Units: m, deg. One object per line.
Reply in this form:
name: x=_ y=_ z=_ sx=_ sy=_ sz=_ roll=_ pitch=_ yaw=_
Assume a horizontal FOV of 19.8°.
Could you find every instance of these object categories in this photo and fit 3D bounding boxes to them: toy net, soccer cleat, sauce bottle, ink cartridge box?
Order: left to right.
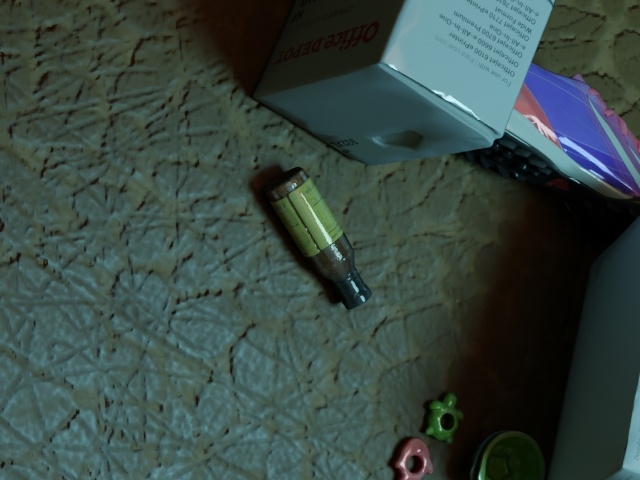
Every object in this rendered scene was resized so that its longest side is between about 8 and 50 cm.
sauce bottle: x=0.000 y=0.000 z=1.546 sx=0.042 sy=0.042 sz=0.128 roll=-37 pitch=107 yaw=-26
toy net: x=0.100 y=0.253 z=1.585 sx=0.122 sy=0.045 sz=0.232 roll=38 pitch=71 yaw=-23
ink cartridge box: x=0.096 y=-0.232 z=1.507 sx=0.129 sy=0.223 sz=0.307 roll=29 pitch=74 yaw=-24
soccer cleat: x=0.245 y=-0.082 z=1.654 sx=0.318 sy=0.108 sz=0.116 roll=29 pitch=70 yaw=-22

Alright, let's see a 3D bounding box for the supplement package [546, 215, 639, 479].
supplement package: x=0.307 y=0.121 z=1.572 sx=0.145 sy=0.204 sz=0.262 roll=19 pitch=65 yaw=-6
